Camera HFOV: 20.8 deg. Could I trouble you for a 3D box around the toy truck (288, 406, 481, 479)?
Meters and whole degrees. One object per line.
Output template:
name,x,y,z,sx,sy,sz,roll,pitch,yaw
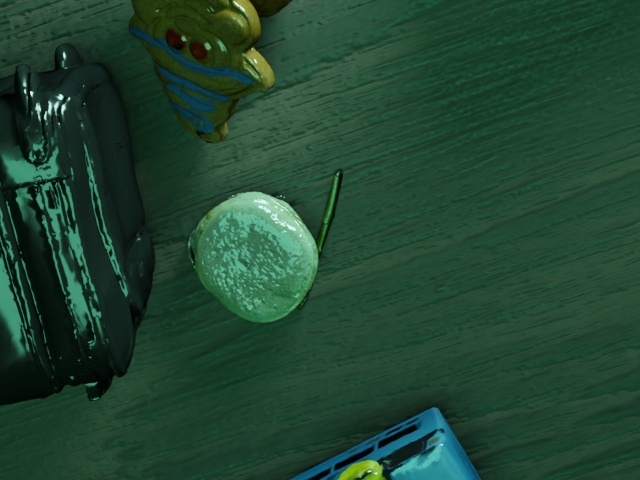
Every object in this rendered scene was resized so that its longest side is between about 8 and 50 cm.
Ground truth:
toy truck,0.002,0.340,1.926,0.385,0.162,0.161,-29,101,9

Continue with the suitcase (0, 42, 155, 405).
suitcase,-0.278,-0.013,1.751,0.188,0.345,0.339,-13,101,1

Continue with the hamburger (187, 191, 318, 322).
hamburger,-0.071,0.015,1.897,0.140,0.062,0.133,36,104,-4

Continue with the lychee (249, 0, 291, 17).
lychee,-0.074,-0.290,1.812,0.114,0.140,0.101,35,89,-40

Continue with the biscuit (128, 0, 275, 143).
biscuit,-0.129,-0.223,1.804,0.183,0.043,0.280,18,132,28

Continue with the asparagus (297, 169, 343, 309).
asparagus,0.000,0.000,1.918,0.016,0.013,0.166,15,104,-4
